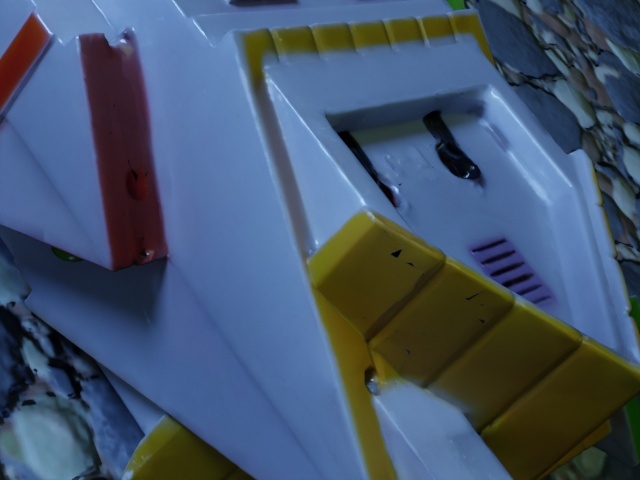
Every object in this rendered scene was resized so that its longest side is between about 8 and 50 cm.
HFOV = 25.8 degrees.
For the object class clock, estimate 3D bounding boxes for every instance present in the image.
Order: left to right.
[{"bbox_3d":[0.000,0.000,0.553,0.235,0.166,0.309,-16,63,-51],"label":"clock"}]
